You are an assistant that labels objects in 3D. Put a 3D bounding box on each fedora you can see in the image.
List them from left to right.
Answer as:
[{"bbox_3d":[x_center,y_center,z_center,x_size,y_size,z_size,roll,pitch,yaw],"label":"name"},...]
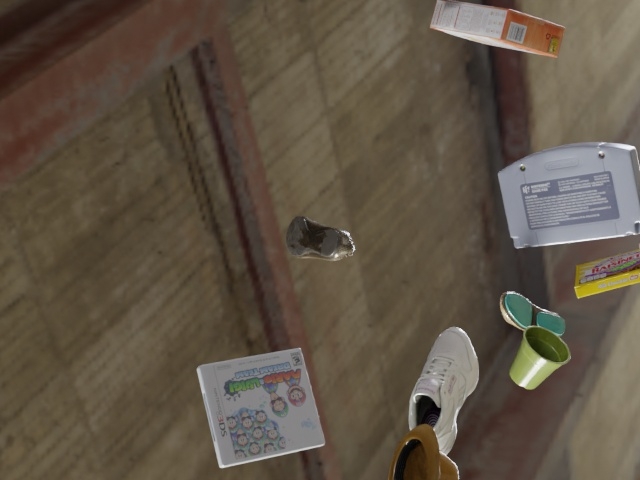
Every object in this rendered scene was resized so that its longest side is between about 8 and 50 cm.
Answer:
[{"bbox_3d":[0.188,0.420,2.032,0.079,0.194,0.194,19,-104,-21],"label":"fedora"}]

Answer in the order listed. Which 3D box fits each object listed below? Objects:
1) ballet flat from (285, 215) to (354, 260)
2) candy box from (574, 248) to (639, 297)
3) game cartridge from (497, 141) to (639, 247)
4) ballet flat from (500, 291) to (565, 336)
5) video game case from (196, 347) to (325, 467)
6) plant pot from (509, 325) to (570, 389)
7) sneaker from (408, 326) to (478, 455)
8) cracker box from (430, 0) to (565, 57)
[{"bbox_3d":[0.000,0.000,2.253,0.058,0.250,0.084,11,-90,-26],"label":"ballet flat"},{"bbox_3d":[0.554,0.046,2.049,0.105,0.206,0.027,-54,-55,-66],"label":"candy box"},{"bbox_3d":[0.506,-0.095,2.325,0.060,0.294,0.196,-27,-75,-51],"label":"game cartridge"},{"bbox_3d":[0.428,0.163,2.431,0.206,0.067,0.073,28,-115,-35],"label":"ballet flat"},{"bbox_3d":[-0.082,0.231,1.611,0.157,0.019,0.143,-8,-107,-26],"label":"video game case"},{"bbox_3d":[0.339,0.192,1.831,0.083,0.083,0.079,-32,-25,-54],"label":"plant pot"},{"bbox_3d":[0.263,0.313,2.480,0.152,0.114,0.305,63,-142,-54],"label":"sneaker"},{"bbox_3d":[0.352,-0.427,2.319,0.156,0.232,0.067,9,-79,-34],"label":"cracker box"}]
